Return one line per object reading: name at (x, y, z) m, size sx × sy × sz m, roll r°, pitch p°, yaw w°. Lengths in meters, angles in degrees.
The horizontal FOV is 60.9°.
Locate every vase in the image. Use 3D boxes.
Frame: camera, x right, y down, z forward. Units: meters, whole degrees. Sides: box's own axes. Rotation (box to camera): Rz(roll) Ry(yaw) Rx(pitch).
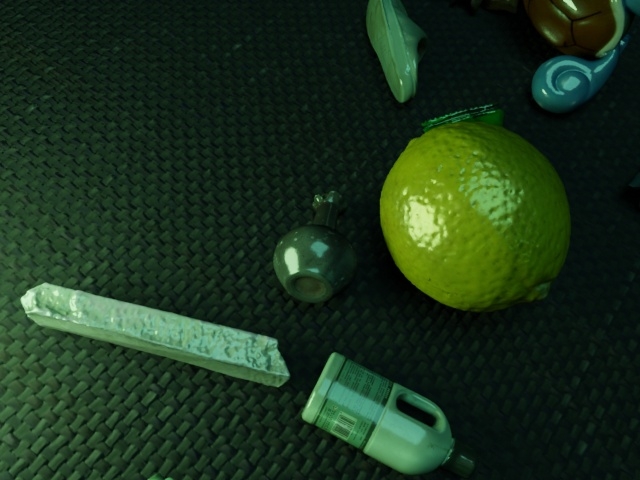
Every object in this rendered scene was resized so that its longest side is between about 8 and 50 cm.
vase at (0.000, 0.000, 0.798) m, size 0.120 × 0.120 × 0.182 m, roll 13°, pitch 49°, yaw 0°

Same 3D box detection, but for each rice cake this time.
rice cake at (-0.214, 0.124, 0.725) m, size 0.365 × 0.072 × 0.056 m, roll 13°, pitch 59°, yaw 1°

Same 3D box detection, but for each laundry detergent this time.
laundry detergent at (0.095, 0.236, 0.701) m, size 0.226 × 0.070 × 0.099 m, roll 25°, pitch 56°, yaw 8°

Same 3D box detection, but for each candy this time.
candy at (0.270, -0.151, 0.921) m, size 0.141 × 0.078 × 0.203 m, roll -7°, pitch 58°, yaw -10°

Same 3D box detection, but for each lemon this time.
lemon at (0.211, -0.033, 0.760) m, size 0.268 × 0.267 × 0.267 m, roll 3°, pitch 62°, yaw -5°

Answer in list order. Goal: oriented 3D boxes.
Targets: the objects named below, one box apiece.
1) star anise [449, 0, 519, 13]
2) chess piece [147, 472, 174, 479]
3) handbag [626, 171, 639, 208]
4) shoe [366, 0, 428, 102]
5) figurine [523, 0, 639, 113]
star anise at (0.330, -0.576, 1.138) m, size 0.220 × 0.099 × 0.214 m, roll 7°, pitch 71°, yaw -3°
chess piece at (-0.103, 0.388, 0.549) m, size 0.299 × 0.194 × 0.194 m, roll 35°, pitch 64°, yaw 21°
handbag at (0.633, -0.117, 0.872) m, size 0.144 × 0.221 × 0.057 m, roll -43°, pitch 108°, yaw -30°
shoe at (0.155, -0.371, 1.010) m, size 0.100 × 0.103 × 0.250 m, roll -8°, pitch 69°, yaw -9°
figurine at (0.492, -0.450, 1.026) m, size 0.243 × 0.298 × 0.415 m, roll -10°, pitch 84°, yaw 10°
